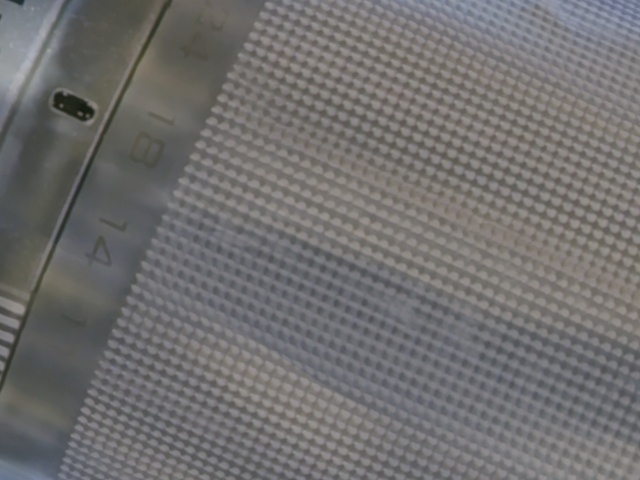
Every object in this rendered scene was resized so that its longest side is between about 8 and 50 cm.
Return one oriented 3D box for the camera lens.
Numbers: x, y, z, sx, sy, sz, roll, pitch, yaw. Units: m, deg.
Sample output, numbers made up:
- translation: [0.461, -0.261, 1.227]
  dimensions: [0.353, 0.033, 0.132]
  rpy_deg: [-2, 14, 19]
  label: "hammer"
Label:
- translation: [0.000, 0.000, 0.486]
  dimensions: [0.219, 0.274, 0.219]
  rpy_deg: [25, -90, -89]
  label: "camera lens"
